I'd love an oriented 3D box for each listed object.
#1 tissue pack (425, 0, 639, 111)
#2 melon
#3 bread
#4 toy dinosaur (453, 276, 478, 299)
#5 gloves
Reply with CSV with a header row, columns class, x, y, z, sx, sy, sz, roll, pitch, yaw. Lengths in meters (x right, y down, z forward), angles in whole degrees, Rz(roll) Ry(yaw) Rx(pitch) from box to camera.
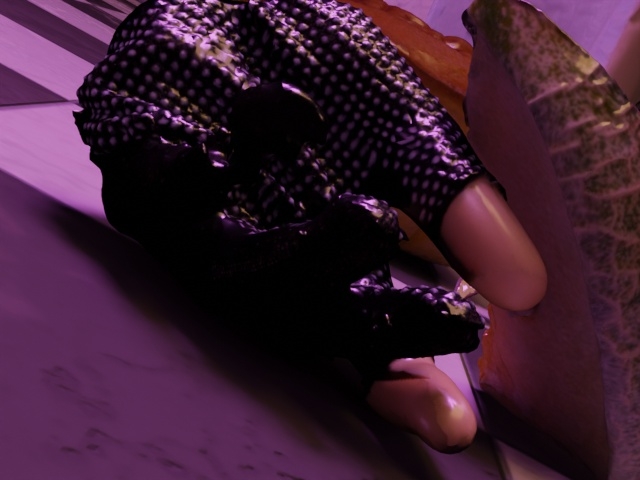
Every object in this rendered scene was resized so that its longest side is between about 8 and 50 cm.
class,x,y,z,sx,sy,sz,roll,pitch,yaw
tissue pack,0.249,-0.145,1.227,0.205,0.332,0.405,30,8,25
melon,0.093,0.003,0.423,0.054,0.182,0.098,-31,40,-28
bread,0.030,-0.093,0.811,0.269,0.148,0.270,28,5,-3
toy dinosaur,0.147,0.026,0.746,0.220,0.032,0.108,-11,56,-51
gloves,-0.003,0.001,0.387,0.129,0.106,0.181,22,38,-46
